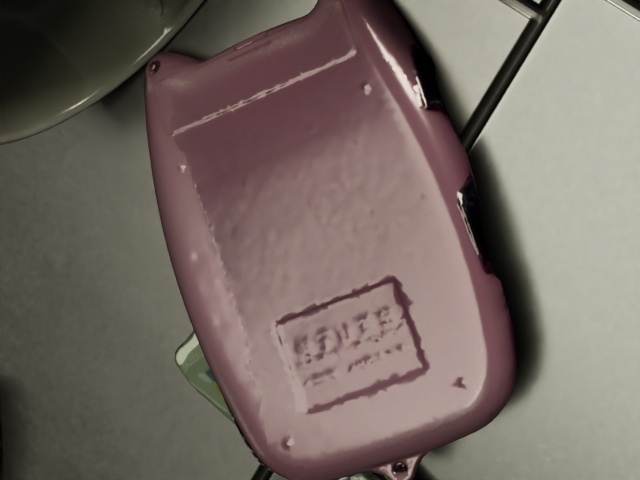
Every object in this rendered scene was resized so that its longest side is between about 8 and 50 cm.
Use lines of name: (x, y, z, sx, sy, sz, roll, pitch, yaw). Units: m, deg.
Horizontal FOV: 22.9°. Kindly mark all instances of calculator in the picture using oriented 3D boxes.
calculator: (0.000, 0.000, 0.913, 0.194, 0.043, 0.294, -21, 81, 19)

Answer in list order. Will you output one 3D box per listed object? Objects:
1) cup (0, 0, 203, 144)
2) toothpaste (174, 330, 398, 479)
cup: (-0.225, -0.238, 0.908, 0.317, 0.212, 0.212, 48, 109, 13)
toothpaste: (0.013, 0.135, 0.941, 0.255, 0.037, 0.067, 45, 107, 16)
